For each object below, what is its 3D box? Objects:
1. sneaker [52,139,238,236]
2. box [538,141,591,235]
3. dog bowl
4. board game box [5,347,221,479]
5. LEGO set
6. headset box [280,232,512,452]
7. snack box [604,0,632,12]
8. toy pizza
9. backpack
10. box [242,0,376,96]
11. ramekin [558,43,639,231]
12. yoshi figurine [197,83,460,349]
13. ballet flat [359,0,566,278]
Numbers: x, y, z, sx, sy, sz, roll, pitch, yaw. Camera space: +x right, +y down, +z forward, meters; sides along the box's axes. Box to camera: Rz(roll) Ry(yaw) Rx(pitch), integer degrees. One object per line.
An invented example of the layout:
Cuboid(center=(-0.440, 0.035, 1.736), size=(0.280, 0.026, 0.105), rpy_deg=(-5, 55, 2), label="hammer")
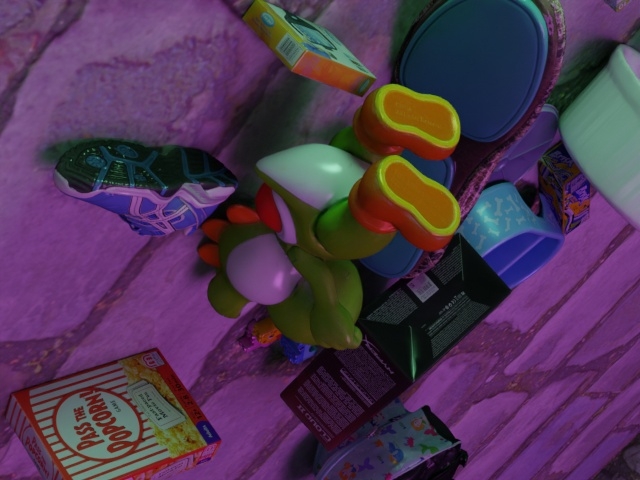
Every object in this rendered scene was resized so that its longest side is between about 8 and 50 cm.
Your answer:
Cuboid(center=(-0.165, -0.040, 1.084), size=(0.211, 0.080, 0.081), rpy_deg=(5, 125, -52), label="sneaker")
Cuboid(center=(0.361, -0.075, 1.711), size=(0.054, 0.059, 0.169), rpy_deg=(-35, 152, -8), label="box")
Cuboid(center=(0.252, 0.006, 1.645), size=(0.166, 0.074, 0.297), rpy_deg=(-43, 159, 19), label="dog bowl")
Cuboid(center=(-0.231, 0.211, 1.298), size=(0.193, 0.147, 0.045), rpy_deg=(-16, 144, -40), label="board game box")
Cuboid(center=(-0.054, 0.092, 1.410), size=(0.093, 0.087, 0.227), rpy_deg=(-26, 148, -26), label="LEGO set")
Cuboid(center=(0.089, 0.144, 1.538), size=(0.218, 0.110, 0.293), rpy_deg=(-36, 171, -37), label="headset box")
Cuboid(center=(0.397, -0.349, 1.378), size=(0.141, 0.037, 0.100), rpy_deg=(-36, 154, -9), label="snack box")
Cuboid(center=(0.227, -0.110, 1.517), size=(0.201, 0.032, 0.201), rpy_deg=(-31, 156, -15), label="toy pizza")
Cuboid(center=(0.091, 0.393, 1.918), size=(0.253, 0.191, 0.225), rpy_deg=(-32, 150, -31), label="backpack")
Cuboid(center=(-0.004, -0.177, 1.082), size=(0.028, 0.081, 0.136), rpy_deg=(-52, 151, 20), label="box")
Cuboid(center=(0.446, -0.116, 1.540), size=(0.135, 0.277, 0.277), rpy_deg=(-46, 153, 25), label="ramekin")
Cuboid(center=(0.024, 0.004, 1.212), size=(0.203, 0.203, 0.362), rpy_deg=(-24, 172, -42), label="yoshi figurine")
Cuboid(center=(0.157, -0.147, 1.287), size=(0.182, 0.164, 0.483), rpy_deg=(-47, 167, -38), label="ballet flat")
